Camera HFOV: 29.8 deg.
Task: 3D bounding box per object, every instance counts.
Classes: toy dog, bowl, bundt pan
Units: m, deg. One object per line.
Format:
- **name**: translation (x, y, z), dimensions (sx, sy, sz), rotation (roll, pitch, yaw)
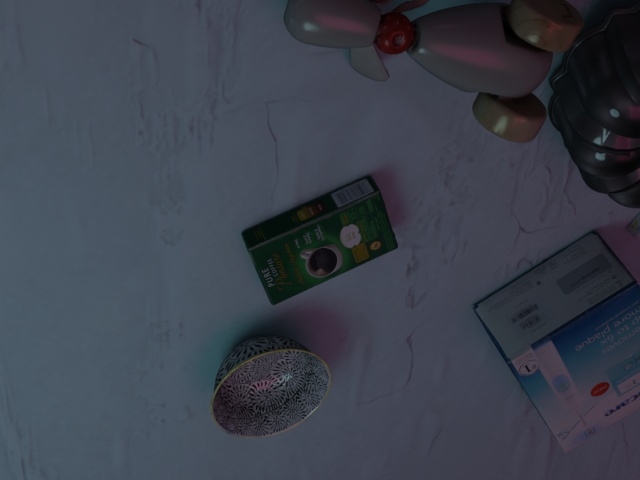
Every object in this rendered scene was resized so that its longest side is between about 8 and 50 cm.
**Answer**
- **toy dog**: translation (0.129, -0.243, 1.335), dimensions (0.333, 0.161, 0.220), rotation (32, 114, -25)
- **bowl**: translation (-0.078, 0.183, 1.634), dimensions (0.170, 0.080, 0.170), rotation (-14, 133, -15)
- **bundt pan**: translation (0.452, -0.150, 1.483), dimensions (0.330, 0.124, 0.331), rotation (-1, 142, -1)

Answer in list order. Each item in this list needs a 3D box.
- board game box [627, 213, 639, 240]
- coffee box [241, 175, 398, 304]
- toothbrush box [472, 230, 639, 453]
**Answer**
- **board game box**: translation (0.533, -0.053, 1.751), dimensions (0.103, 0.026, 0.154), rotation (18, 120, -36)
- **coffee box**: translation (0.000, 0.000, 1.535), dimensions (0.184, 0.040, 0.113), rotation (-25, 135, -3)
- **toothbrush box**: translation (0.389, 0.159, 1.803), dimensions (0.216, 0.126, 0.295), rotation (-32, 137, 4)
